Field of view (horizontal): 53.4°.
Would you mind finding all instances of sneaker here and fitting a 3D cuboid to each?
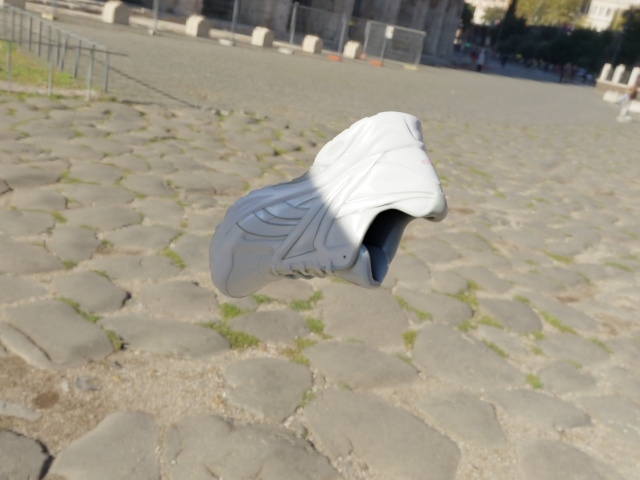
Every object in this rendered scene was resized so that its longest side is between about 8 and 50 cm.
[{"bbox_3d":[0.000,0.000,0.523,0.090,0.232,0.115,12,48,-54],"label":"sneaker"}]
